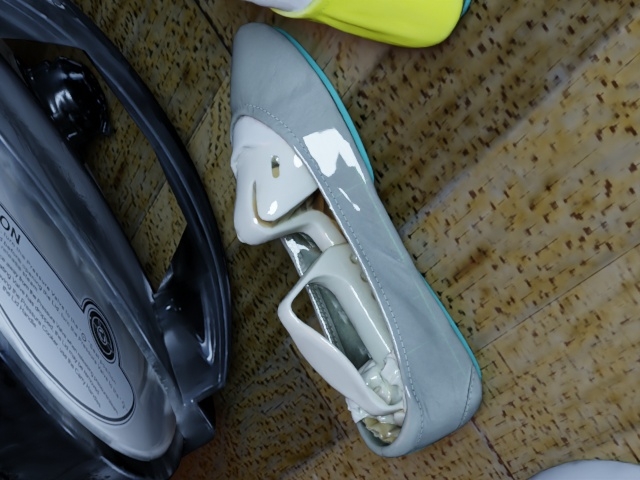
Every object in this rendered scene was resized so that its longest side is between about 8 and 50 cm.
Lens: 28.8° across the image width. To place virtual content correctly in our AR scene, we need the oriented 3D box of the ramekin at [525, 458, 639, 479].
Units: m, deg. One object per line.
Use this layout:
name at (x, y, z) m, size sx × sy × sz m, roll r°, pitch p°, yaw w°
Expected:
ramekin at (0.127, 0.243, 0.506) m, size 0.277 × 0.135 × 0.277 m, roll 38°, pitch 143°, yaw 35°

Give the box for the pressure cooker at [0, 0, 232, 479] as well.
pressure cooker at (-0.268, 0.030, 0.675) m, size 0.376 × 0.420 × 0.370 m, roll 64°, pitch -176°, yaw 16°

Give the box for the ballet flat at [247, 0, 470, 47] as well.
ballet flat at (-0.042, -0.141, 0.504) m, size 0.231 × 0.077 × 0.077 m, roll 45°, pitch 146°, yaw 26°

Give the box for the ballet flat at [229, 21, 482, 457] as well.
ballet flat at (0.000, 0.000, 0.566) m, size 0.213 × 0.068 × 0.072 m, roll 61°, pitch 150°, yaw 2°
